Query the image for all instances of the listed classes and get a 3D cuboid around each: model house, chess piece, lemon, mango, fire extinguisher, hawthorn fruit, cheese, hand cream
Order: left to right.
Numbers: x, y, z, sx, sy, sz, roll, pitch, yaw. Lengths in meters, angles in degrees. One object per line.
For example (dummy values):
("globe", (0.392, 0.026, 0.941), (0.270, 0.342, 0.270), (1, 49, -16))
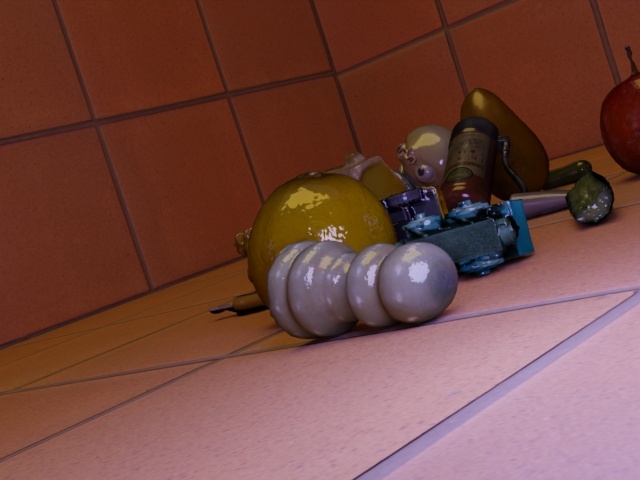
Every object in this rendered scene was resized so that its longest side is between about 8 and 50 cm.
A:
("cheese", (-0.148, 0.122, 1.958), (0.162, 0.036, 0.086), (-15, 3, 34))
("lemon", (0.000, 0.000, 1.587), (0.240, 0.219, 0.240), (-14, 2, 0))
("model house", (0.082, -0.059, 2.024), (0.175, 0.234, 0.193), (-20, 6, -33))
("chess piece", (0.061, 0.058, 1.239), (0.243, 0.133, 0.133), (-5, 11, 46))
("fire extinguisher", (0.346, -0.135, 2.198), (0.200, 0.113, 0.376), (-23, 30, 33))
("mango", (0.445, -0.228, 2.474), (0.173, 0.317, 0.211), (-27, 30, 19))
("hand cream", (0.450, -0.076, 1.970), (0.186, 0.054, 0.087), (-10, 2, 26))
("hawthorn fruit", (0.689, -0.279, 2.115), (0.242, 0.271, 0.242), (-28, 2, 1))

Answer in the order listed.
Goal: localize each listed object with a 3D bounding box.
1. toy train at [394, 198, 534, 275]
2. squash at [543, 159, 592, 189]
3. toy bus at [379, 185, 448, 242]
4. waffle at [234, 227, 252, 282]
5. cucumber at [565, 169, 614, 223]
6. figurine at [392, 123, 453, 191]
("toy train", (0.211, 0.000, 1.462), (0.198, 0.107, 0.154), (-16, -4, 36))
("squash", (0.609, -0.162, 2.560), (0.183, 0.052, 0.052), (-17, 3, 44))
("toy bus", (0.070, 0.005, 1.804), (0.330, 0.144, 0.152), (-16, 3, 15))
("waffle", (-0.034, 0.006, 2.354), (0.324, 0.151, 0.261), (-15, -2, -11))
("cucumber", (0.446, -0.060, 1.632), (0.078, 0.062, 0.211), (-52, 1, 14))
("figurine", (0.231, -0.108, 2.609), (0.394, 0.274, 0.226), (-40, 43, -1))
